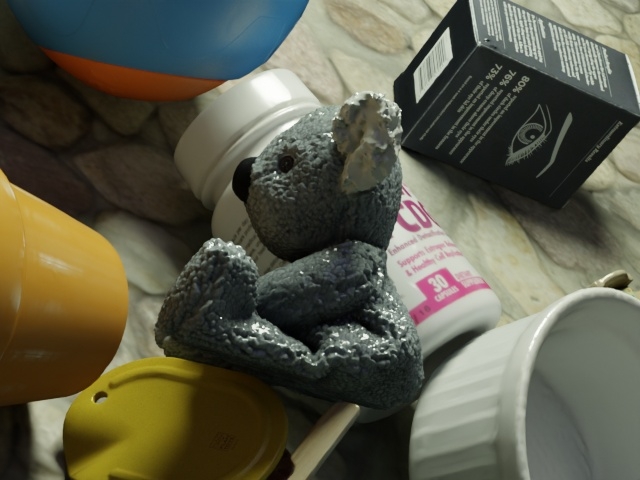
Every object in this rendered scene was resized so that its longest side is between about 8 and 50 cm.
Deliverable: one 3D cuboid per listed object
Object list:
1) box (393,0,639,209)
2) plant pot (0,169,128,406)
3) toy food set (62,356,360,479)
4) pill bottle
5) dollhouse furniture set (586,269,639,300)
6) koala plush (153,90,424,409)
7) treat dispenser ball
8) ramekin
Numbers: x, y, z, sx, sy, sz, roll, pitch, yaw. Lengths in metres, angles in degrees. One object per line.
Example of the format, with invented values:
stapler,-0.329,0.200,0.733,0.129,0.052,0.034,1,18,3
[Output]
box,0.203,-0.146,1.766,0.207,0.153,0.108,22,40,-22
plant pot,-0.245,0.037,1.201,0.188,0.205,0.205,15,40,-50
toy food set,-0.084,0.162,1.236,0.217,0.071,0.128,11,50,28
pill bottle,0.009,0.000,1.450,0.160,0.160,0.283,-19,64,-48
dollhouse furniture set,0.338,0.122,1.637,0.161,0.101,0.182,-10,58,-44
koala plush,0.000,0.000,1.279,0.203,0.196,0.221,17,79,-5
treat dispenser ball,-0.143,-0.267,1.501,0.288,0.288,0.288,22,40,-20
ramekin,0.196,0.187,1.361,0.277,0.135,0.277,18,63,-41
